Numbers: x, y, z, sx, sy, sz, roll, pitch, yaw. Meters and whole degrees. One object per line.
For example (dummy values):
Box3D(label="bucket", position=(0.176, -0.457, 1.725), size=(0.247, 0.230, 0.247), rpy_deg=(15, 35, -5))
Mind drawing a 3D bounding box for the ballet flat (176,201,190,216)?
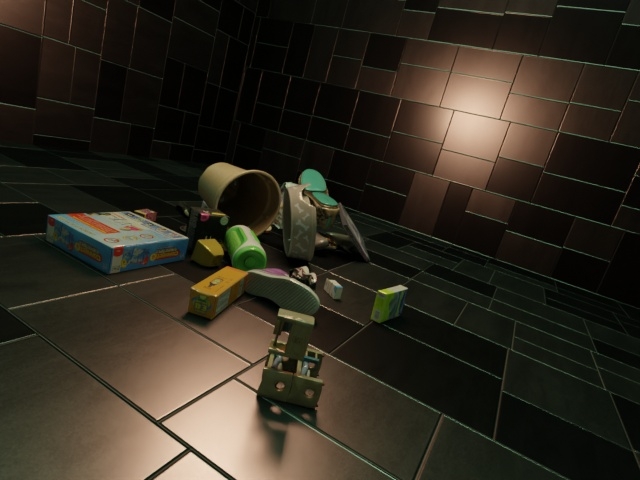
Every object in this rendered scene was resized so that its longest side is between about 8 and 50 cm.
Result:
Box3D(label="ballet flat", position=(-0.680, -0.150, 2.033), size=(0.173, 0.049, 0.057), rpy_deg=(36, -20, 54))

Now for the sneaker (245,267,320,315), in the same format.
Box3D(label="sneaker", position=(-0.102, 0.150, 1.325), size=(0.282, 0.102, 0.161), rpy_deg=(22, 12, 24))

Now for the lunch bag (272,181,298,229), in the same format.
Box3D(label="lunch bag", position=(-0.139, -0.192, 2.310), size=(0.224, 0.261, 0.160), rpy_deg=(7, 16, -36))

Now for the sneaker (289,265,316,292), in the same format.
Box3D(label="sneaker", position=(-0.069, 0.145, 1.480), size=(0.077, 0.071, 0.178), rpy_deg=(-2, 11, -19))

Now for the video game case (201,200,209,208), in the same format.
Box3D(label="video game case", position=(-0.457, -0.131, 2.136), size=(0.270, 0.061, 0.244), rpy_deg=(6, 18, -35))

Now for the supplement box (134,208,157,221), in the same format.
Box3D(label="supplement box", position=(-0.752, -0.105, 1.743), size=(0.055, 0.043, 0.083), rpy_deg=(18, 15, 11))

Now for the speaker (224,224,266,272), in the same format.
Box3D(label="speaker", position=(-0.286, 0.034, 1.522), size=(0.131, 0.131, 0.296), rpy_deg=(10, 14, -23))

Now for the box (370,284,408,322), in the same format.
Box3D(label="box", position=(0.246, 0.218, 1.413), size=(0.043, 0.108, 0.178), rpy_deg=(21, 14, 36))

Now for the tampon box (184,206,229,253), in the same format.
Box3D(label="tampon box", position=(-0.439, -0.036, 1.561), size=(0.121, 0.160, 0.102), rpy_deg=(2, 19, -43))

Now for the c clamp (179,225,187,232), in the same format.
Box3D(label="c clamp", position=(-0.526, -0.037, 1.778), size=(0.161, 0.022, 0.137), rpy_deg=(22, 20, 20))

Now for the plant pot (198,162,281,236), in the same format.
Box3D(label="plant pot", position=(-0.406, -0.212, 1.891), size=(0.334, 0.333, 0.306), rpy_deg=(2, 23, -44))

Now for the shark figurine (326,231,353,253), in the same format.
Box3D(label="shark figurine", position=(0.162, -0.017, 2.235), size=(0.166, 0.116, 0.278), rpy_deg=(38, 16, 20))

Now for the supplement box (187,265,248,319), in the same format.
Box3D(label="supplement box", position=(-0.292, 0.145, 1.179), size=(0.078, 0.080, 0.233), rpy_deg=(17, 12, 9))

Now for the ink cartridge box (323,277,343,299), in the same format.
Box3D(label="ink cartridge box", position=(0.047, 0.176, 1.488), size=(0.028, 0.048, 0.083), rpy_deg=(8, 16, -29))

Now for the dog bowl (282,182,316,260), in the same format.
Box3D(label="dog bowl", position=(-0.100, -0.079, 1.777), size=(0.103, 0.347, 0.348), rpy_deg=(-1, 17, -12))

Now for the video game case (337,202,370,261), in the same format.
Box3D(label="video game case", position=(0.167, -0.041, 2.057), size=(0.274, 0.026, 0.196), rpy_deg=(55, 15, -36))

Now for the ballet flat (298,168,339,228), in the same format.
Box3D(label="ballet flat", position=(-0.029, -0.209, 2.145), size=(0.164, 0.181, 0.482), rpy_deg=(4, 30, -20))

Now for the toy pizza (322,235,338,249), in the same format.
Box3D(label="toy pizza", position=(0.000, 0.000, 2.181), size=(0.202, 0.032, 0.201), rpy_deg=(15, 14, -4))

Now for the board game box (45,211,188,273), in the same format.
Box3D(label="board game box", position=(-0.664, -0.006, 1.349), size=(0.309, 0.086, 0.302), rpy_deg=(21, 15, 23))

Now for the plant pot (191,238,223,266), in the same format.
Box3D(label="plant pot", position=(-0.394, 0.050, 1.449), size=(0.083, 0.081, 0.082), rpy_deg=(35, 21, 27))

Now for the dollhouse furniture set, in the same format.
Box3D(label="dollhouse furniture set", position=(-0.044, 0.232, 0.871), size=(0.129, 0.183, 0.129), rpy_deg=(15, 13, -3))

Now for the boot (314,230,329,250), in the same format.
Box3D(label="boot", position=(-0.085, -0.092, 2.014), size=(0.118, 0.222, 0.338), rpy_deg=(-18, 28, -34))

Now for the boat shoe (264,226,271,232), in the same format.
Box3D(label="boat shoe", position=(-0.319, -0.063, 2.062), size=(0.137, 0.049, 0.043), rpy_deg=(8, -27, -21))
